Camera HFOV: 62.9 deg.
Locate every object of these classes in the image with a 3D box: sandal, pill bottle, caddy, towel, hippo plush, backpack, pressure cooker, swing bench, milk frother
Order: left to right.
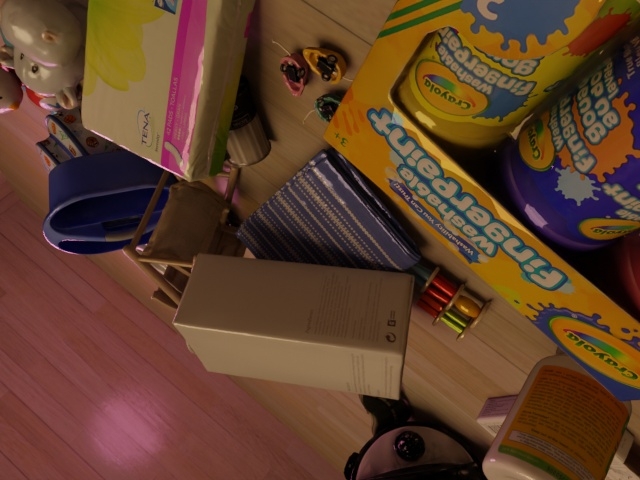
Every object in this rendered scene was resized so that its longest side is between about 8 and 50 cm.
[{"bbox_3d":[-0.425,-0.362,0.863,0.234,0.237,0.294,41,154,2],"label":"hippo plush"},{"bbox_3d":[-0.612,-0.226,1.375,0.276,0.213,0.263,38,145,12],"label":"backpack"},{"bbox_3d":[-0.490,-0.077,1.271,0.241,0.341,0.179,110,141,-56],"label":"caddy"},{"bbox_3d":[-0.266,0.002,1.125,0.165,0.254,0.255,7,144,7],"label":"swing bench"},{"bbox_3d":[-0.168,-0.218,0.912,0.135,0.129,0.143,73,-177,-45],"label":"milk frother"},{"bbox_3d":[0.000,0.000,0.950,0.243,0.040,0.336,49,138,-7],"label":"towel"},{"bbox_3d":[0.169,0.442,1.429,0.086,0.120,0.303,55,168,48],"label":"sandal"},{"bbox_3d":[0.247,0.683,1.366,0.375,0.370,0.421,31,151,28],"label":"pressure cooker"},{"bbox_3d":[0.340,0.249,0.725,0.136,0.246,0.136,32,152,19],"label":"pill bottle"}]

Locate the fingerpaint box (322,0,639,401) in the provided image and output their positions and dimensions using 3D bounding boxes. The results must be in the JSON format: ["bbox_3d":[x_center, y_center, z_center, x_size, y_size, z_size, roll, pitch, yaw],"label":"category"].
[{"bbox_3d":[0.257,-0.079,0.441,0.444,0.163,0.371,42,154,1],"label":"fingerpaint box"}]

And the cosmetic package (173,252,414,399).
[{"bbox_3d":[-0.037,0.154,0.936,0.384,0.156,0.217,8,146,10],"label":"cosmetic package"}]

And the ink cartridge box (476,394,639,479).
[{"bbox_3d":[0.463,0.387,0.975,0.239,0.060,0.275,41,153,0],"label":"ink cartridge box"}]

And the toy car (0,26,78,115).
[{"bbox_3d":[-0.763,-0.375,1.304,0.210,0.238,0.219,41,154,1],"label":"toy car"}]

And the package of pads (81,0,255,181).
[{"bbox_3d":[-0.232,-0.261,0.760,0.229,0.101,0.297,27,120,16],"label":"package of pads"}]

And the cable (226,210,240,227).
[{"bbox_3d":[-0.285,-0.065,1.332,0.184,0.047,0.151,34,152,17],"label":"cable"}]

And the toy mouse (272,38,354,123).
[{"bbox_3d":[-0.005,-0.218,0.738,0.161,0.031,0.143,37,153,11],"label":"toy mouse"}]

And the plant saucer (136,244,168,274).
[{"bbox_3d":[-0.445,0.049,1.586,0.400,0.101,0.400,29,161,11],"label":"plant saucer"}]

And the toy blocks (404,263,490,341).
[{"bbox_3d":[0.203,0.100,0.905,0.148,0.054,0.123,36,152,13],"label":"toy blocks"}]
